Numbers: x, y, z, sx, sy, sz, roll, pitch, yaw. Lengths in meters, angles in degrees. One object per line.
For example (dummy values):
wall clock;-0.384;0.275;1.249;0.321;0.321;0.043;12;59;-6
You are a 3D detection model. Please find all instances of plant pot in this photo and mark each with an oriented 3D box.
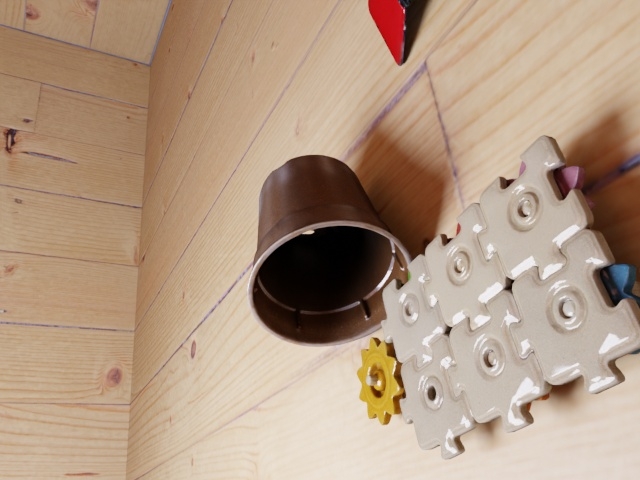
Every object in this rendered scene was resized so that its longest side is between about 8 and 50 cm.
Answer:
plant pot;0.000;0.000;0.622;0.165;0.167;0.166;-103;33;-52

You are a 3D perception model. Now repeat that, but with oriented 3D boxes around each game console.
game console;0.106;-0.297;0.653;0.124;0.085;0.143;-31;48;18

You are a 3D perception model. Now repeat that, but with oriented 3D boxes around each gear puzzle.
gear puzzle;0.120;0.084;0.482;0.339;0.044;0.175;127;141;-48
